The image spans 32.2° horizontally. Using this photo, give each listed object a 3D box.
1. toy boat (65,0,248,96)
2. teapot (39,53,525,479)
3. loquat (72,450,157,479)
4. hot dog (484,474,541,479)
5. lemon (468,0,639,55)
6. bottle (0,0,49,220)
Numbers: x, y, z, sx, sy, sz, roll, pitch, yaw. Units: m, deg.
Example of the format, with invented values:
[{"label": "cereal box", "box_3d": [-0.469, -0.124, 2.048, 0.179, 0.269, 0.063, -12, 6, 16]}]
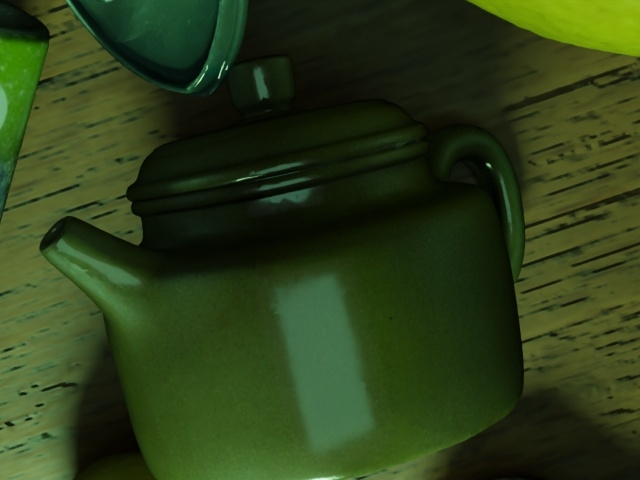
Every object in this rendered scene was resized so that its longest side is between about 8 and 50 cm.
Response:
[{"label": "toy boat", "box_3d": [-0.102, -0.196, 0.443, 0.114, 0.122, 0.296, -16, 99, 34]}, {"label": "teapot", "box_3d": [0.000, 0.000, 0.515, 0.268, 0.186, 0.175, -17, 99, -38]}, {"label": "loquat", "box_3d": [-0.079, 0.165, 0.596, 0.137, 0.113, 0.137, -11, 139, -10]}, {"label": "hot dog", "box_3d": [0.165, 0.248, 0.662, 0.268, 0.075, 0.144, 37, 101, -17]}, {"label": "lemon", "box_3d": [0.114, -0.198, 0.418, 0.320, 0.245, 0.245, 18, 106, -7]}, {"label": "bottle", "box_3d": [-0.220, 0.039, 0.546, 0.093, 0.093, 0.330, 17, 106, -11]}]
